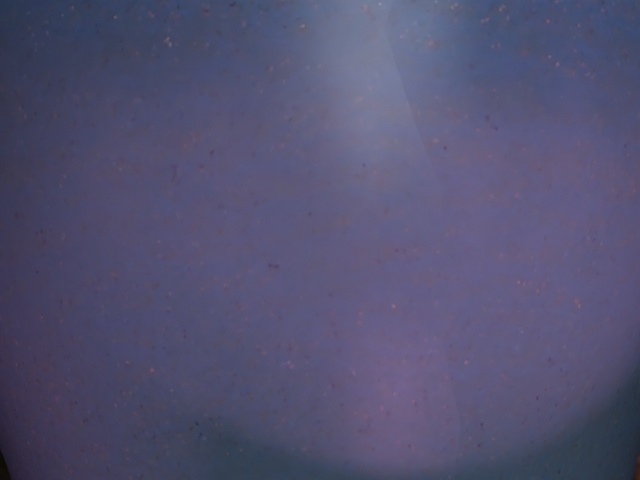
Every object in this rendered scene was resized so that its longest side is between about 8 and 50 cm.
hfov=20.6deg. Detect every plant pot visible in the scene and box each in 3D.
[{"bbox_3d":[0.000,0.000,0.565,0.272,0.271,0.255,-1,85,-18],"label":"plant pot"}]
